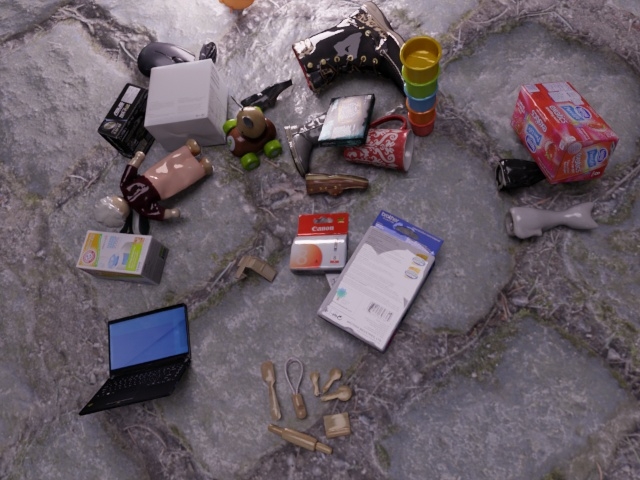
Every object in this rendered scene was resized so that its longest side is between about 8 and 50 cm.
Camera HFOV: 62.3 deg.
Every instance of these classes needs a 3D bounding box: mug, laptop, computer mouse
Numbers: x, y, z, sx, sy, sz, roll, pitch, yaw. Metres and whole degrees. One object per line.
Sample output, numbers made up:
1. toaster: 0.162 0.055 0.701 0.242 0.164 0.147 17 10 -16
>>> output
1. mug: 0.162 -0.262 1.442 0.169 0.113 0.150 8 43 19
2. laptop: -0.463 0.290 1.334 0.234 0.264 0.137 -15 104 7
3. computer mouse: -0.483 -0.587 1.712 0.272 0.072 0.189 12 73 16

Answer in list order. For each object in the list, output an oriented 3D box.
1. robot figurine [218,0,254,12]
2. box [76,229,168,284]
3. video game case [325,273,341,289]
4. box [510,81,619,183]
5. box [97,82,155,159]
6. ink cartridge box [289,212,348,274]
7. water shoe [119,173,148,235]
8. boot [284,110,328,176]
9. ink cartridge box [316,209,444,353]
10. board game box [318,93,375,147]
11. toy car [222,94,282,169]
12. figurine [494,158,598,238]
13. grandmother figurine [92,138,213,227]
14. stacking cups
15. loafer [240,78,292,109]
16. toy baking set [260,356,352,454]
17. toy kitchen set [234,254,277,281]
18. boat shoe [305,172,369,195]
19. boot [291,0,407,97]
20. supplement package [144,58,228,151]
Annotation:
1. robot figurine: -0.271 -0.857 1.739 0.158 0.128 0.220 -4 69 3
2. box: -0.545 0.048 1.463 0.203 0.103 0.114 5 70 14
3. video game case: 0.104 0.127 1.340 0.143 0.019 0.157 -23 67 3
4. box: 0.578 -0.265 1.281 0.128 0.123 0.257 -7 46 -5
5. box: -0.561 -0.354 1.598 0.077 0.147 0.180 20 76 19
6. ink cartridge box: 0.000 0.000 1.390 0.145 0.045 0.179 -2 65 13
7. water shoe: -0.552 -0.103 1.540 0.080 0.073 0.203 -13 67 10
8. boot: 0.013 -0.289 1.499 0.208 0.076 0.190 -15 67 -1
9. ink cartridge box: 0.151 0.096 1.298 0.185 0.065 0.311 28 79 20
10. board game box: 0.073 -0.325 1.431 0.126 0.026 0.186 0 51 20
11. toy car: -0.208 -0.316 1.477 0.148 0.188 0.155 -29 73 -1
12. figurine: 0.559 -0.108 1.302 0.209 0.092 0.215 -6 69 5
13. grandmother figurine: -0.469 -0.143 1.480 0.342 0.104 0.208 -35 84 -20
14. stacking cups: 0.260 -0.376 1.339 0.095 0.316 0.096 -4 71 12
15. loafer: -0.154 -0.431 1.597 0.170 0.062 0.061 -27 106 4
16. toy baking set: -0.039 0.388 1.268 0.256 0.030 0.197 11 69 15
17. toy kitchen set: -0.178 0.088 1.410 0.083 0.075 0.068 3 60 56
18. boat shoe: 0.044 -0.150 1.443 0.177 0.064 0.060 4 101 15
19. boot: 0.096 -0.506 1.521 0.284 0.138 0.378 -24 63 1
20. supplement package: -0.393 -0.398 1.577 0.194 0.149 0.203 -5 68 10
